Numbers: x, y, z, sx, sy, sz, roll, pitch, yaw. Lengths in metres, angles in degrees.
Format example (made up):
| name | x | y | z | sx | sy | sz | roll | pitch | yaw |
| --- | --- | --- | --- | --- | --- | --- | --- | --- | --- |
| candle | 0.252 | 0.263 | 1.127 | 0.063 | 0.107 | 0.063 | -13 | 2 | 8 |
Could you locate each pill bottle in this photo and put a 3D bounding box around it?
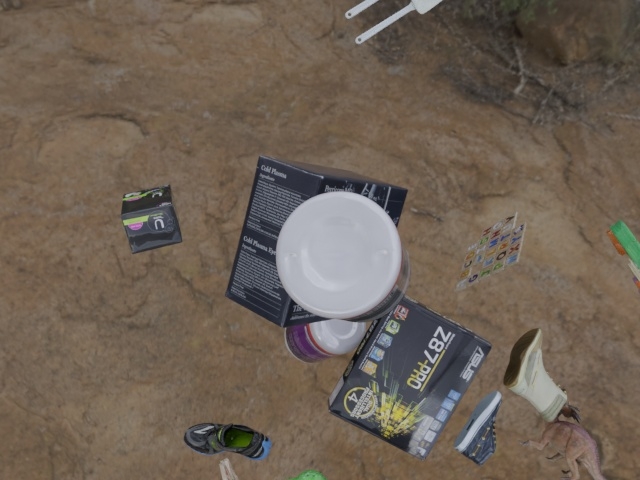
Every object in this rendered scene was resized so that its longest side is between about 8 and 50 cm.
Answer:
| name | x | y | z | sx | sy | sz | roll | pitch | yaw |
| --- | --- | --- | --- | --- | --- | --- | --- | --- | --- |
| pill bottle | -0.001 | 0.286 | 1.879 | 0.181 | 0.323 | 0.182 | 8 | 69 | -22 |
| pill bottle | 0.048 | 0.037 | 0.865 | 0.161 | 0.283 | 0.161 | -2 | 81 | 12 |

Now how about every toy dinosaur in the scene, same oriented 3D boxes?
| name | x | y | z | sx | sy | sz | roll | pitch | yaw |
| --- | --- | --- | --- | --- | --- | --- | --- | --- | --- |
| toy dinosaur | 0.713 | 0.562 | 1.697 | 0.200 | 0.127 | 0.295 | -56 | 41 | 6 |

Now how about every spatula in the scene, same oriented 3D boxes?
| name | x | y | z | sx | sy | sz | roll | pitch | yaw |
| --- | --- | --- | --- | --- | --- | --- | --- | --- | --- |
| spatula | 0.156 | -0.576 | 1.386 | 0.242 | 0.019 | 0.168 | -30 | 104 | 9 |

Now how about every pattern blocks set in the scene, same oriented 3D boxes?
| name | x | y | z | sx | sy | sz | roll | pitch | yaw |
| --- | --- | --- | --- | --- | --- | --- | --- | --- | --- |
| pattern blocks set | 0.465 | 0.098 | 0.803 | 0.026 | 0.325 | 0.285 | -33 | 41 | 19 |

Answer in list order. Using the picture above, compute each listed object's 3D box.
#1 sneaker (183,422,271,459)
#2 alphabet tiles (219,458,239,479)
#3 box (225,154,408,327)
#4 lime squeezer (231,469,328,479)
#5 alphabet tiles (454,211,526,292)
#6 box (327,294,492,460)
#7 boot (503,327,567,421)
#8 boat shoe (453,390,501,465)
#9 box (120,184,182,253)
| name | x | y | z | sx | sy | sz | roll | pitch | yaw |
| --- | --- | --- | --- | --- | --- | --- | --- | --- | --- |
| sneaker | -0.188 | 0.385 | 1.175 | 0.188 | 0.078 | 0.067 | -1 | 47 | 25 |
| alphabet tiles | -0.171 | 0.633 | 1.316 | 0.021 | 0.278 | 0.284 | -19 | 38 | -7 |
| box | 0.000 | 0.000 | 1.312 | 0.178 | 0.313 | 0.343 | 22 | 13 | 35 |
| lime squeezer | 0.001 | 0.455 | 0.992 | 0.310 | 0.059 | 0.110 | 32 | 82 | 1 |
| alphabet tiles | 0.445 | 0.021 | 1.540 | 0.009 | 0.198 | 0.237 | 43 | 44 | -12 |
| box | 0.248 | 0.381 | 1.700 | 0.318 | 0.097 | 0.395 | 29 | 97 | -6 |
| boot | 0.584 | 0.353 | 1.583 | 0.165 | 0.077 | 0.213 | 42 | 51 | -5 |
| boat shoe | 0.421 | 0.476 | 1.512 | 0.083 | 0.065 | 0.183 | 38 | 82 | 0 |
| box | -0.205 | -0.028 | 0.726 | 0.062 | 0.052 | 0.083 | -14 | 25 | -10 |
